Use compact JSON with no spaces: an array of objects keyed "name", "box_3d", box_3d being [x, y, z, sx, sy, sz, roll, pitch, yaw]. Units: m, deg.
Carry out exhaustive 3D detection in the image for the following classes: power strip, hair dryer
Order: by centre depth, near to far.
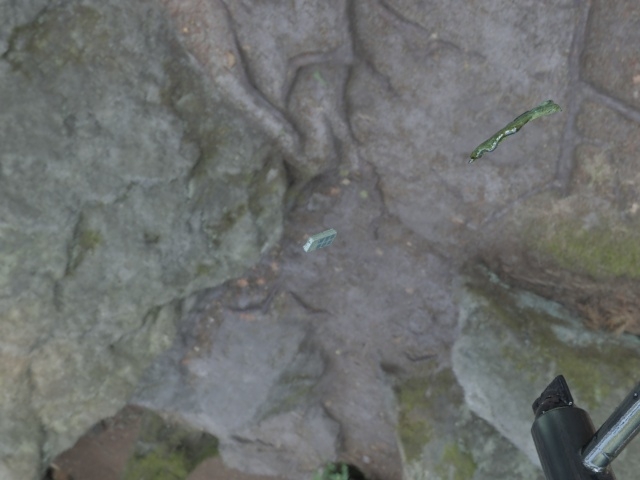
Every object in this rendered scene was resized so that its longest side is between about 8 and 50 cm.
[{"name":"hair dryer","box_3d":[0.324,0.194,0.886,0.078,0.196,0.248,10,131,-17]},{"name":"power strip","box_3d":[0.000,0.000,1.744,0.016,0.090,0.040,46,131,22]}]

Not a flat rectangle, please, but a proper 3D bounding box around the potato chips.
[{"name":"potato chips","box_3d":[0.311,-0.178,1.211,0.028,0.207,0.092,59,155,-2]}]
